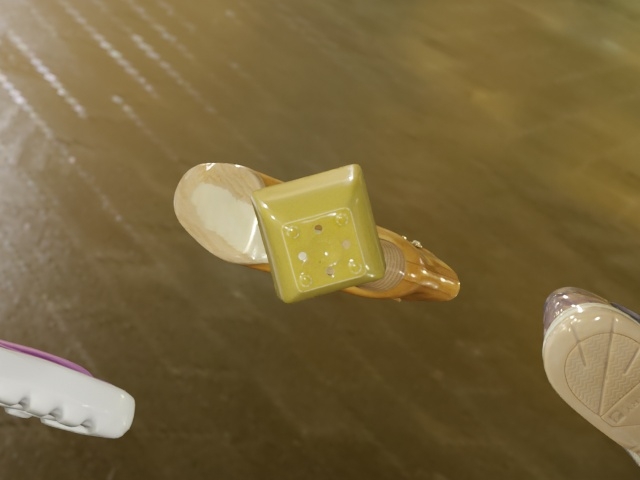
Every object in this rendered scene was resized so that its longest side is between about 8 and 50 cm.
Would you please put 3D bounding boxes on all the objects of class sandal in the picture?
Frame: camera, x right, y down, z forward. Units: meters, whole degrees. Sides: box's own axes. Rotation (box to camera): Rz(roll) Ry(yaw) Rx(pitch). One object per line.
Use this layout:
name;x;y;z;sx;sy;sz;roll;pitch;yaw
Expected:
sandal;-0.321;0.045;1.123;0.416;0.102;0.169;30;-20;-35

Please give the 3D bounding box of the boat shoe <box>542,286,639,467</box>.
boat shoe;0.268;0.134;1.090;0.285;0.103;0.092;41;21;-19

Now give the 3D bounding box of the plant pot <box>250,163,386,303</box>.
plant pot;0.000;0.000;1.001;0.081;0.081;0.083;-15;9;1

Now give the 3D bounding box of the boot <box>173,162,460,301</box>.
boot;-0.004;0.005;1.642;0.295;0.104;0.211;22;0;35
